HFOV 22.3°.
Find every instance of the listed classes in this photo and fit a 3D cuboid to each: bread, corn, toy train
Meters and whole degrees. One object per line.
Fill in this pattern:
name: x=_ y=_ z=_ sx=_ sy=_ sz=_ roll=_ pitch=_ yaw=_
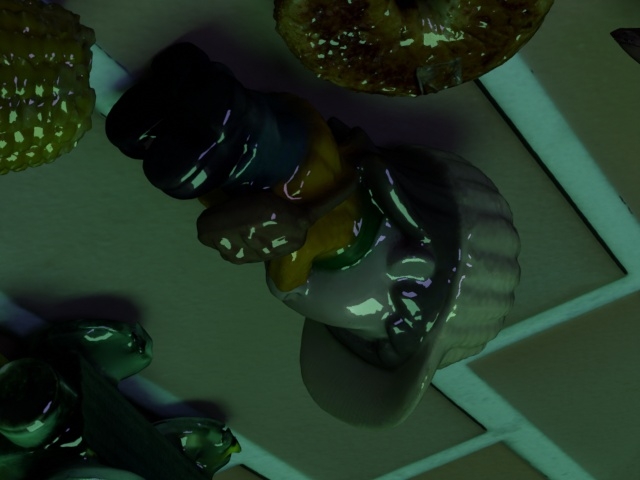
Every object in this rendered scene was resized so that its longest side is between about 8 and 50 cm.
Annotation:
bread: x=0.063 y=-0.165 z=1.042 sx=0.193 sy=0.064 sz=0.193 roll=-8 pitch=143 yaw=-6
corn: x=-0.297 y=-0.093 z=0.938 sx=0.344 sy=0.131 sz=0.131 roll=1 pitch=145 yaw=-25
toy train: x=-0.234 y=0.220 z=1.438 sx=0.272 sy=0.179 sz=0.442 roll=-12 pitch=150 yaw=11

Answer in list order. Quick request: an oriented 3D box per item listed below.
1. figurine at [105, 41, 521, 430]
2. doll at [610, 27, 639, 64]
figurine: x=0.017 y=-0.025 z=1.156 sx=0.204 sy=0.185 sz=0.332 roll=-39 pitch=131 yaw=-5
doll: x=0.297 y=-0.167 z=1.050 sx=0.196 sy=0.152 sz=0.256 roll=15 pitch=133 yaw=11
